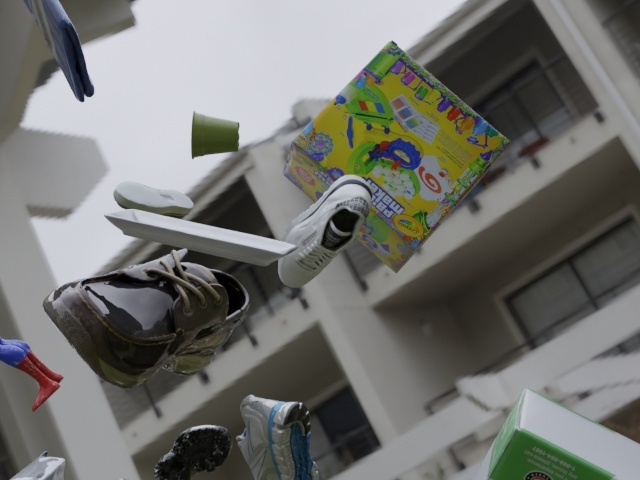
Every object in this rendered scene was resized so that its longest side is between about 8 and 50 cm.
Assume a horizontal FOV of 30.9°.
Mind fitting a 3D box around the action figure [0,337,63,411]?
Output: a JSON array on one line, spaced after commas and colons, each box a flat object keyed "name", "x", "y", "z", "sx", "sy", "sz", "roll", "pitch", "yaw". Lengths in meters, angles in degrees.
[{"name": "action figure", "x": -0.485, "y": 0.133, "z": 1.509, "sx": 0.139, "sy": 0.280, "sz": 0.091, "roll": -44, "pitch": 8, "yaw": -4}]

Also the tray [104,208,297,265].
[{"name": "tray", "x": -0.176, "y": -0.003, "z": 1.720, "sx": 0.270, "sy": 0.030, "sz": 0.145, "roll": 12, "pitch": 5, "yaw": 6}]

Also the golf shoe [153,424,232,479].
[{"name": "golf shoe", "x": -0.183, "y": 0.314, "z": 1.782, "sx": 0.198, "sy": 0.077, "sz": 0.094, "roll": -38, "pitch": 5, "yaw": 46}]

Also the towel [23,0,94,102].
[{"name": "towel", "x": -0.374, "y": -0.340, "z": 1.522, "sx": 0.034, "sy": 0.285, "sz": 0.209, "roll": -26, "pitch": -18, "yaw": -13}]

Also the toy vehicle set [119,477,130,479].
[{"name": "toy vehicle set", "x": -0.143, "y": 0.382, "z": 1.525, "sx": 0.267, "sy": 0.035, "sz": 0.166, "roll": 21, "pitch": -6, "yaw": -10}]

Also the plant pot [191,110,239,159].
[{"name": "plant pot", "x": -0.178, "y": -0.178, "z": 1.974, "sx": 0.079, "sy": 0.083, "sz": 0.083, "roll": 3, "pitch": -22, "yaw": -2}]

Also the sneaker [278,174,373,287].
[{"name": "sneaker", "x": 0.000, "y": 0.000, "z": 1.868, "sx": 0.090, "sy": 0.094, "sz": 0.235, "roll": 25, "pitch": -57, "yaw": -18}]

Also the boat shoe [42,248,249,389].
[{"name": "boat shoe", "x": -0.173, "y": 0.065, "z": 1.237, "sx": 0.130, "sy": 0.132, "sz": 0.355, "roll": -45, "pitch": -10, "yaw": 7}]

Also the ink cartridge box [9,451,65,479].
[{"name": "ink cartridge box", "x": -0.350, "y": 0.386, "z": 1.430, "sx": 0.045, "sy": 0.223, "sz": 0.224, "roll": 5, "pitch": -1, "yaw": -3}]

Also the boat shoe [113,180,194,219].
[{"name": "boat shoe", "x": -0.331, "y": -0.060, "z": 2.253, "sx": 0.070, "sy": 0.078, "sz": 0.219, "roll": -51, "pitch": -26, "yaw": 16}]

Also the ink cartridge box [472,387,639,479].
[{"name": "ink cartridge box", "x": 0.245, "y": 0.342, "z": 1.263, "sx": 0.289, "sy": 0.211, "sz": 0.121, "roll": -65, "pitch": -5, "yaw": 20}]

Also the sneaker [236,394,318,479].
[{"name": "sneaker", "x": -0.054, "y": 0.247, "z": 1.308, "sx": 0.071, "sy": 0.083, "sz": 0.190, "roll": -39, "pitch": -44, "yaw": -45}]

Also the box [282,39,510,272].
[{"name": "box", "x": 0.134, "y": -0.151, "z": 2.121, "sx": 0.279, "sy": 0.290, "sz": 0.177, "roll": -46, "pitch": -5, "yaw": -17}]
